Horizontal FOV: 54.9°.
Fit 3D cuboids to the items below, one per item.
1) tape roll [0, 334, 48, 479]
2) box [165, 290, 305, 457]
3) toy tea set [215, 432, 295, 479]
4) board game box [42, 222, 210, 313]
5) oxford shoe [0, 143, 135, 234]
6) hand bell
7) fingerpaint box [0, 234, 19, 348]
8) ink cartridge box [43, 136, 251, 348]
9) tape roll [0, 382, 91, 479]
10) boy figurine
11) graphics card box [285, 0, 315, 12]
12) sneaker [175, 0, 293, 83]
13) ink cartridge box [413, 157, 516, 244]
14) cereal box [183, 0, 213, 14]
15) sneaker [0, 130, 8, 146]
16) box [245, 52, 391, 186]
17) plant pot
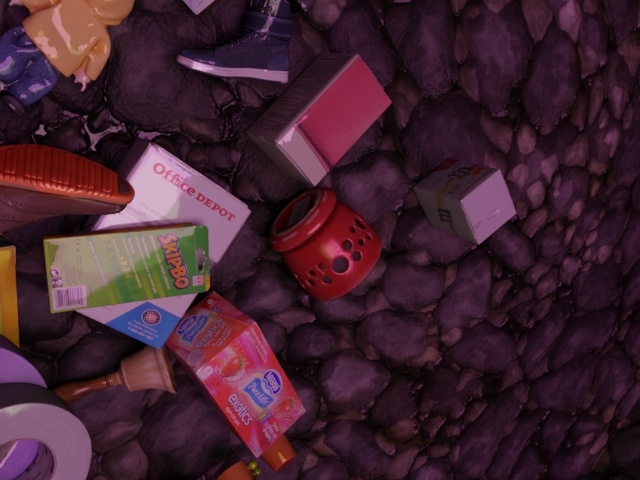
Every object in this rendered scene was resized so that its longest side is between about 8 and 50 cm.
[{"bbox_3d":[-0.539,0.261,0.879,0.275,0.090,0.274,-14,112,-38],"label":"tape roll"},{"bbox_3d":[-0.168,0.267,1.224,0.142,0.154,0.299,-40,131,-21],"label":"box"},{"bbox_3d":[-0.216,0.511,1.334,0.336,0.124,0.200,-19,149,-43],"label":"toy tea set"},{"bbox_3d":[-0.314,0.041,1.024,0.260,0.039,0.124,-5,107,-23],"label":"board game box"},{"bbox_3d":[-0.474,-0.068,0.935,0.364,0.130,0.132,6,119,-20],"label":"oxford shoe"},{"bbox_3d":[-0.408,0.268,1.167,0.242,0.126,0.126,-17,113,-12],"label":"hand bell"},{"bbox_3d":[-0.666,0.221,0.927,0.371,0.163,0.444,-9,109,-39],"label":"fingerpaint box"},{"bbox_3d":[-0.310,0.003,1.112,0.223,0.129,0.307,35,87,-31],"label":"ink cartridge box"},{"bbox_3d":[-0.444,0.317,0.872,0.219,0.072,0.219,-15,113,-39],"label":"tape roll"},{"bbox_3d":[-0.414,-0.332,0.976,0.285,0.092,0.177,-48,121,-10],"label":"boy figurine"},{"bbox_3d":[-0.001,-0.629,1.119,0.371,0.094,0.233,-49,122,-7],"label":"graphics card box"},{"bbox_3d":[-0.148,-0.374,1.106,0.226,0.086,0.163,-7,119,-38],"label":"sneaker"},{"bbox_3d":[0.330,-0.094,1.417,0.128,0.176,0.127,-38,120,-15],"label":"ink cartridge box"},{"bbox_3d":[-0.222,-0.515,1.001,0.173,0.047,0.240,-28,127,25],"label":"cereal box"},{"bbox_3d":[-0.579,-0.159,0.959,0.178,0.072,0.077,15,79,-35],"label":"sneaker"},{"bbox_3d":[-0.004,-0.239,1.200,0.232,0.149,0.127,-48,122,-8],"label":"box"},{"bbox_3d":[0.000,0.000,1.258,0.191,0.191,0.174,-49,113,-8],"label":"plant pot"}]
